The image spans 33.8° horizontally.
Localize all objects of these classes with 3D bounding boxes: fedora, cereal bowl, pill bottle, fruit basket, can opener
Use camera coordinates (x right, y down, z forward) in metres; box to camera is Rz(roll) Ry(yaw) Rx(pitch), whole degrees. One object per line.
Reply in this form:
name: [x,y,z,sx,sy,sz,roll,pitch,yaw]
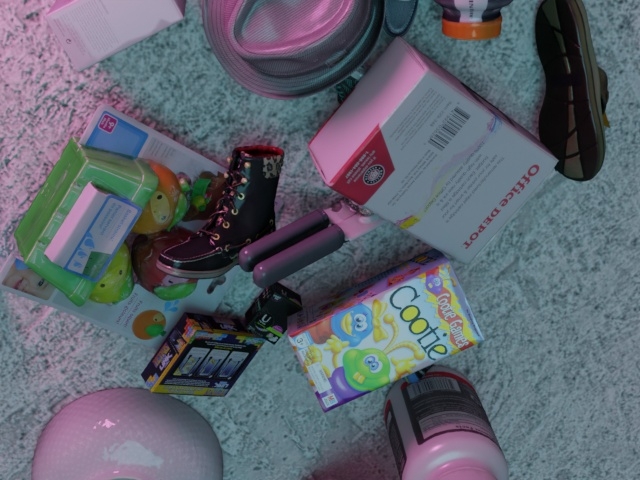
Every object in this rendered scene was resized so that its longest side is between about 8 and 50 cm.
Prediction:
fedora: [-0.042,-0.319,1.467,0.275,0.124,0.243,-24,100,11]
cereal bowl: [-0.339,0.433,1.847,0.339,0.141,0.339,-2,114,-5]
pill bottle: [0.213,0.363,1.767,0.176,0.318,0.176,-2,114,-5]
fruit basket: [-0.271,0.005,1.638,0.353,0.165,0.327,29,100,-28]
can opener: [0.000,0.000,1.630,0.280,0.074,0.093,-26,147,-33]
pill bottle: [0.221,-0.415,1.510,0.130,0.130,0.245,-3,115,-4]

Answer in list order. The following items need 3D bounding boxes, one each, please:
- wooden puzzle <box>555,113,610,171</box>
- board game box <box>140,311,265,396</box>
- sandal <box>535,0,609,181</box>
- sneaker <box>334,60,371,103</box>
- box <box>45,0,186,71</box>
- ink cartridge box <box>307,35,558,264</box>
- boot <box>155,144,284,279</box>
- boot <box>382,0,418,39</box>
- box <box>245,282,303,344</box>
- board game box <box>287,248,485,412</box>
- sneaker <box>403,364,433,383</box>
wooden puzzle: [0.417,-0.169,1.710,0.116,0.014,0.078,-31,110,9]
board game box: [-0.192,0.192,1.753,0.170,0.048,0.141,15,119,-50]
sandal: [0.403,-0.235,1.627,0.086,0.120,0.302,-21,114,-32]
sneaker: [0.046,-0.239,1.601,0.166,0.065,0.076,29,122,-34]
box: [-0.287,-0.330,1.499,0.170,0.130,0.091,-25,114,7]
ink cartridge box: [0.170,-0.129,1.600,0.306,0.131,0.226,28,111,-36]
boot: [-0.145,-0.046,1.577,0.236,0.085,0.178,-17,123,-49]
boot: [0.118,-0.380,1.540,0.069,0.086,0.190,-1,115,-5]
box: [-0.079,0.120,1.773,0.062,0.052,0.083,33,107,-20]
board game box: [0.100,0.140,1.683,0.275,0.144,0.142,-25,99,3]
sneaker: [0.145,0.152,1.812,0.078,0.067,0.188,-29,110,-25]
